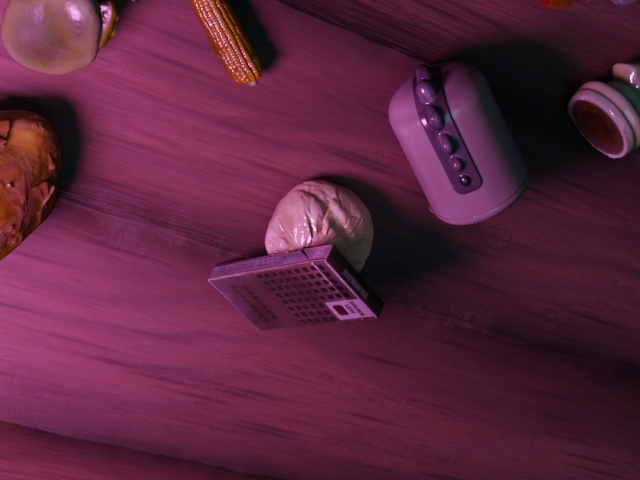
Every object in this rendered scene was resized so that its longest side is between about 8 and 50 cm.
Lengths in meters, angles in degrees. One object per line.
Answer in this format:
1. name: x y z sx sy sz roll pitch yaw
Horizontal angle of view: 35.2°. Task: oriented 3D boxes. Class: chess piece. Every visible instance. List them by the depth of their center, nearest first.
1. chess piece: 0.672 -0.319 2.080 0.298 0.176 0.176 -38 121 -12

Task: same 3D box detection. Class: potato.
1. potato: -0.562 -0.073 1.738 0.299 0.196 0.246 -29 144 -17

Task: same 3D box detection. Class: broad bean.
1. broad bean: -0.438 -0.365 1.705 0.228 0.100 0.169 -5 125 25

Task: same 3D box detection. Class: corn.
1. corn: -0.169 -0.369 1.827 0.068 0.068 0.207 -31 118 0

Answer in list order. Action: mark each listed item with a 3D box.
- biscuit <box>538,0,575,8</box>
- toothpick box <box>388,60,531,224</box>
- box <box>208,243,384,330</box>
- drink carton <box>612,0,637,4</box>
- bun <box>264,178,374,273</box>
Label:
1. biscuit: 0.430 -0.594 1.909 0.277 0.052 0.262 22 107 -25
2. toothpick box: 0.256 -0.201 1.948 0.229 0.229 0.316 -32 120 0
3. box: -0.052 0.099 1.982 0.325 0.047 0.180 -11 132 41
4. drink carton: 0.654 -0.525 1.920 0.185 0.189 0.191 32 98 -42
5. bun: 0.000 0.000 2.018 0.229 0.145 0.229 -4 118 -8
